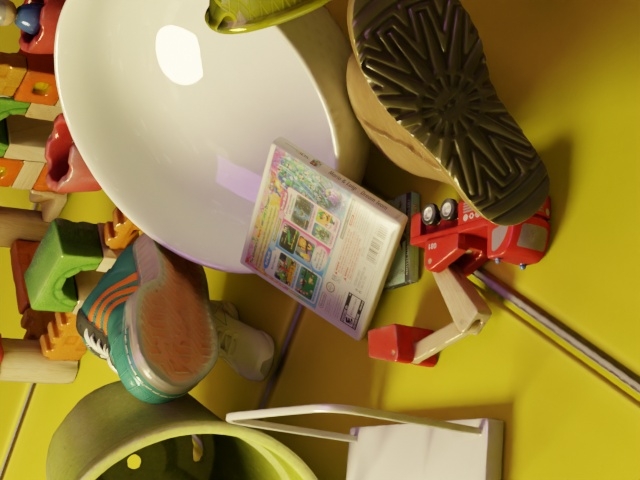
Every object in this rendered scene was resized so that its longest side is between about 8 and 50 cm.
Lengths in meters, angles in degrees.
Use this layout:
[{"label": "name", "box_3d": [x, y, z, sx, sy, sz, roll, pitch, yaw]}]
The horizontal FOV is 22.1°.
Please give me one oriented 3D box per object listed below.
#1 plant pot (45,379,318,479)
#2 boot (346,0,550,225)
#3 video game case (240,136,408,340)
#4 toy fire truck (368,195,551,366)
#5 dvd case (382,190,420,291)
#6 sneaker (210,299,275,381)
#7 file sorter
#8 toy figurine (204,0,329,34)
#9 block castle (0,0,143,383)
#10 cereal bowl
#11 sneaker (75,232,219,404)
[{"label": "plant pot", "box_3d": [-0.155, 0.259, 1.573, 0.276, 0.276, 0.254, -71, 23, 9]}, {"label": "boot", "box_3d": [0.066, -0.126, 1.325, 0.089, 0.236, 0.269, -32, 19, -4]}, {"label": "video game case", "box_3d": [0.000, 0.000, 1.502, 0.143, 0.019, 0.157, 33, 135, 17]}, {"label": "toy fire truck", "box_3d": [0.119, 0.034, 1.405, 0.192, 0.047, 0.135, -15, 68, 52]}, {"label": "dvd case", "box_3d": [0.052, 0.008, 1.541, 0.119, 0.013, 0.087, -17, 66, 52]}, {"label": "sneaker", "box_3d": [-0.099, 0.102, 1.689, 0.152, 0.061, 0.054, 34, 105, 53]}, {"label": "file sorter", "box_3d": [0.019, 0.282, 1.359, 0.193, 0.173, 0.278, -13, 69, 54]}, {"label": "toy figurine", "box_3d": [0.047, -0.329, 1.321, 0.362, 0.217, 0.191, -16, 47, 5]}, {"label": "block castle", "box_3d": [-0.342, -0.059, 1.921, 0.453, 0.212, 0.303, -54, 40, 40]}, {"label": "cereal bowl", "box_3d": [-0.087, -0.143, 1.586, 0.339, 0.141, 0.339, 21, 129, 28]}, {"label": "sneaker", "box_3d": [-0.178, 0.094, 1.617, 0.121, 0.108, 0.302, -43, 18, 14]}]
